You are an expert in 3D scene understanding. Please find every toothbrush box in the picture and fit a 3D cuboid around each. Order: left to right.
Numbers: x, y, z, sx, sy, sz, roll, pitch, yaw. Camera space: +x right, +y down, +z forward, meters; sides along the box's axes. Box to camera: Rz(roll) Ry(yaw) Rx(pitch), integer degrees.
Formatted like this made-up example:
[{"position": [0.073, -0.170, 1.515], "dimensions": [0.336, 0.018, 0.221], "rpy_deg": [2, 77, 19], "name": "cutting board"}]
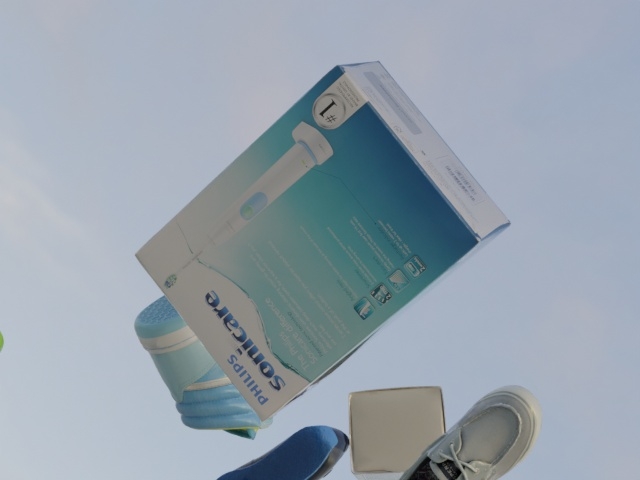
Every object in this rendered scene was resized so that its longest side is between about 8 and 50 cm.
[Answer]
[{"position": [0.000, 0.000, 1.483], "dimensions": [0.295, 0.126, 0.216], "rpy_deg": [-42, -98, 21], "name": "toothbrush box"}]

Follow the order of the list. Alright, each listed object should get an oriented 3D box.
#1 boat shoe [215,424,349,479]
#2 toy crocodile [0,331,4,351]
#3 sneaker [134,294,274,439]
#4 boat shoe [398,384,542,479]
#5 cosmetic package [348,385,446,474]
[{"position": [-0.061, 0.347, 2.095], "dimensions": [0.258, 0.089, 0.109], "rpy_deg": [-31, -111, 25], "name": "boat shoe"}, {"position": [-0.394, 0.164, 1.526], "dimensions": [0.105, 0.115, 0.340], "rpy_deg": [21, -43, 2], "name": "toy crocodile"}, {"position": [-0.077, 0.128, 1.906], "dimensions": [0.127, 0.319, 0.208], "rpy_deg": [4, -64, 53], "name": "sneaker"}, {"position": [0.150, 0.243, 1.619], "dimensions": [0.079, 0.081, 0.227], "rpy_deg": [48, -55, 11], "name": "boat shoe"}, {"position": [0.124, 0.312, 2.400], "dimensions": [0.153, 0.129, 0.296], "rpy_deg": [-3, -11, 2], "name": "cosmetic package"}]
